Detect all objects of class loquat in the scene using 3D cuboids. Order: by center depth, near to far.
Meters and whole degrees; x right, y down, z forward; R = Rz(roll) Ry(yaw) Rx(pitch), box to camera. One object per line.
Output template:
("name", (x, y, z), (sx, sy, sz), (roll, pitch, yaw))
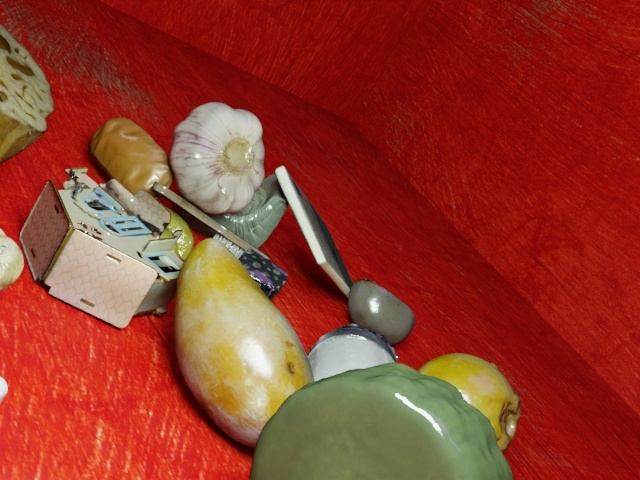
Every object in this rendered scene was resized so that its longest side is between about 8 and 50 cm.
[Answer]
("loquat", (0.282, 0.345, 1.961), (0.244, 0.244, 0.244), (32, 17, -11))

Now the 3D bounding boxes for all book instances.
("book", (0.000, 0.000, 2.303), (0.264, 0.031, 0.379), (66, 6, 22))

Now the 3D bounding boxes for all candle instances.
("candle", (0.052, 0.292, 1.705), (0.187, 0.187, 0.330), (33, 17, -8))

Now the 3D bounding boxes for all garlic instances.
("garlic", (-0.248, -0.178, 2.134), (0.245, 0.245, 0.253), (23, -15, -34))

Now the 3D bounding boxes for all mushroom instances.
("mushroom", (-0.522, 0.024, 1.448), (0.148, 0.112, 0.148), (36, 8, -6))
("mushroom", (0.135, 0.181, 2.277), (0.188, 0.141, 0.117), (43, 51, -15))

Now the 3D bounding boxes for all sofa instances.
("sofa", (-0.210, -0.105, 2.283), (0.225, 0.176, 0.210), (31, 18, -15))

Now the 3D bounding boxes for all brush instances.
("brush", (-0.248, -0.022, 2.111), (0.327, 0.065, 0.070), (37, -4, -32))

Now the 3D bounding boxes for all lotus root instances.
("lotus root", (-0.643, -0.249, 1.774), (0.316, 0.250, 0.316), (44, 14, -13))

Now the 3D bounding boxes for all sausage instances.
("sausage", (-0.424, -0.178, 2.131), (0.241, 0.136, 0.120), (41, -14, 27))

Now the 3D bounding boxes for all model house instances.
("model house", (-0.393, -0.001, 1.673), (0.326, 0.169, 0.244), (41, 20, 14))

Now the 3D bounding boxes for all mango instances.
("mango", (-0.140, 0.172, 1.590), (0.221, 0.198, 0.384), (73, -8, -69))

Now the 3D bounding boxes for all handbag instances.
("handbag", (-0.146, 0.097, 2.072), (0.115, 0.072, 0.139), (35, 30, -6))

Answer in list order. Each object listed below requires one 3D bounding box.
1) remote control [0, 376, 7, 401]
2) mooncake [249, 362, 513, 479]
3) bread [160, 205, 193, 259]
("remote control", (-0.504, 0.143, 1.177), (0.250, 0.103, 0.034), (38, 14, 5))
("mooncake", (0.086, 0.350, 1.331), (0.356, 0.356, 0.194), (42, 21, 21))
("bread", (-0.346, -0.029, 2.018), (0.187, 0.065, 0.149), (42, 23, 17))
